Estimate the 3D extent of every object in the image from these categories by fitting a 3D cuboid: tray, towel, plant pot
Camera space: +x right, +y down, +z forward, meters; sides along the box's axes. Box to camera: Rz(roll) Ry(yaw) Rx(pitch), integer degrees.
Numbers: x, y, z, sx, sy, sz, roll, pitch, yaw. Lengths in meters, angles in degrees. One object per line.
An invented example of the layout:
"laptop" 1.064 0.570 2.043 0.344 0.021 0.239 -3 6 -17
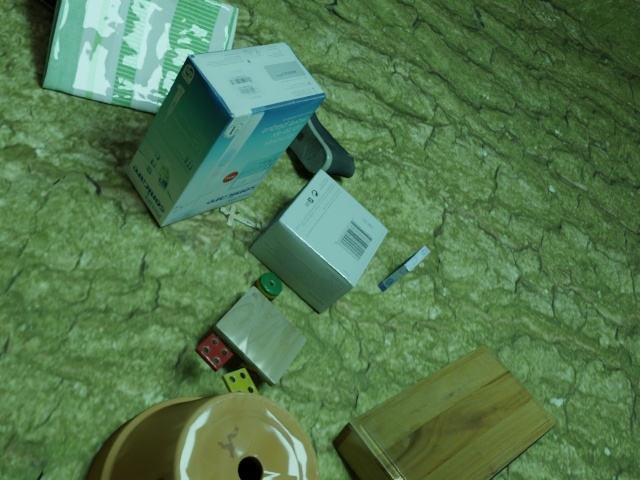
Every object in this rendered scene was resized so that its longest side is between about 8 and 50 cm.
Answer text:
"tray" 0.236 0.339 1.257 0.410 0.076 0.203 -17 57 -43
"towel" -0.316 -0.360 1.287 0.324 0.038 0.248 10 92 -33
"plant pot" -0.136 0.326 0.919 0.290 0.203 0.291 20 51 -27

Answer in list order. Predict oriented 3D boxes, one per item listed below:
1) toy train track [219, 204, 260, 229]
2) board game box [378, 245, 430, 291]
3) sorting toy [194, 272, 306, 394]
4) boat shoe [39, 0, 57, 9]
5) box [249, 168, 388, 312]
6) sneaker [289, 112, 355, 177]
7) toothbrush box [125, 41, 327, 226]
"toy train track" -0.146 -0.042 1.305 0.083 0.014 0.048 26 48 -22
"board game box" 0.169 0.057 1.426 0.020 0.090 0.090 50 43 3
"sorting toy" -0.108 0.166 1.153 0.132 0.046 0.274 45 33 -3
"boat shoe" -0.415 -0.452 1.327 0.340 0.127 0.158 38 57 -7
"box" 0.000 0.000 1.313 0.182 0.119 0.181 41 44 -6
"sneaker" -0.016 -0.218 1.500 0.118 0.083 0.222 13 44 -54
"toothbrush box" -0.163 -0.175 1.182 0.216 0.295 0.126 -24 75 -46
